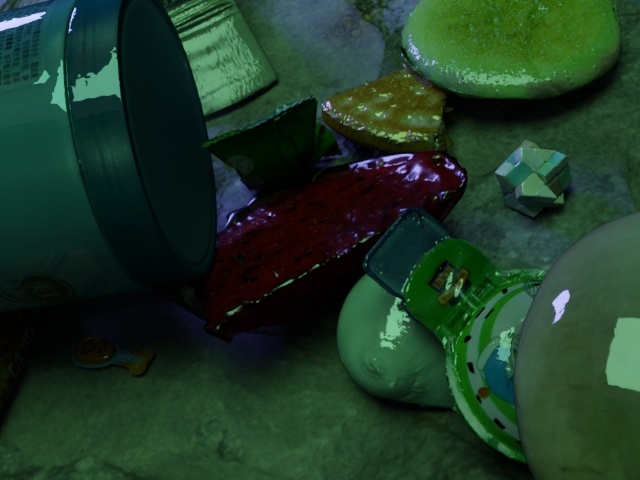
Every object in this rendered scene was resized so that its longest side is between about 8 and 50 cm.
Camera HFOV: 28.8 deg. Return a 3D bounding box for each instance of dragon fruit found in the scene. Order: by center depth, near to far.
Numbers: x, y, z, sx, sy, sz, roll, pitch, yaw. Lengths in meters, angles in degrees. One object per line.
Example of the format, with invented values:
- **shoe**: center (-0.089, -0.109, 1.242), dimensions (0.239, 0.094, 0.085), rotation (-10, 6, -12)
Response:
- **dragon fruit**: center (0.000, 0.000, 1.448), dimensions (0.343, 0.100, 0.282), rotation (-30, 28, -6)

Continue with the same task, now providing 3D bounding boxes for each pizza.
- **pizza**: center (0.116, -0.174, 1.595), dimensions (0.188, 0.062, 0.199), rotation (27, 56, 32)

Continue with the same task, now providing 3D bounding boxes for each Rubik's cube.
- **Rubik's cube**: center (0.252, -0.070, 1.445), dimensions (0.073, 0.084, 0.075), rotation (30, 81, 40)

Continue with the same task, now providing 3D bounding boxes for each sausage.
- **sausage**: center (-0.404, 0.183, 1.449), dimensions (0.082, 0.082, 0.372), rotation (2, 52, 20)

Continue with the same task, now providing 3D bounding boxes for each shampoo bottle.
- **shampoo bottle**: center (-0.325, -0.089, 1.379), dimensions (0.342, 0.331, 0.331), rotation (-10, 49, 9)

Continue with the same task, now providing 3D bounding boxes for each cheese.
- **cheese**: center (0.186, 0.097, 1.248), dimensions (0.320, 0.083, 0.204), rotation (41, 68, 0)
- **cheese**: center (-0.249, 0.136, 1.477), dimensions (0.111, 0.017, 0.047), rotation (8, 57, 24)

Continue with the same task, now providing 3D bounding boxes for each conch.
- **conch**: center (0.127, 0.093, 1.338), dimensions (0.221, 0.121, 0.185), rotation (-21, 77, -6)

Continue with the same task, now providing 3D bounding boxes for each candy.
- **candy**: center (-0.050, -0.114, 1.518), dimensions (0.141, 0.203, 0.078), rotation (-35, 75, 4)

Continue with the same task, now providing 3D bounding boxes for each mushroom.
- **mushroom**: center (0.320, 0.153, 1.105), dimensions (0.362, 0.294, 0.362), rotation (10, 67, -23)

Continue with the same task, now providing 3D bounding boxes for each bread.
- **bread**: center (0.246, -0.278, 1.616), dimensions (0.301, 0.045, 0.301), rotation (-5, 41, 4)

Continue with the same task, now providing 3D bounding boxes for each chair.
- **chair**: center (-0.195, -0.330, 1.785), dimensions (0.160, 0.319, 0.186), rotation (-27, 3, -7)
